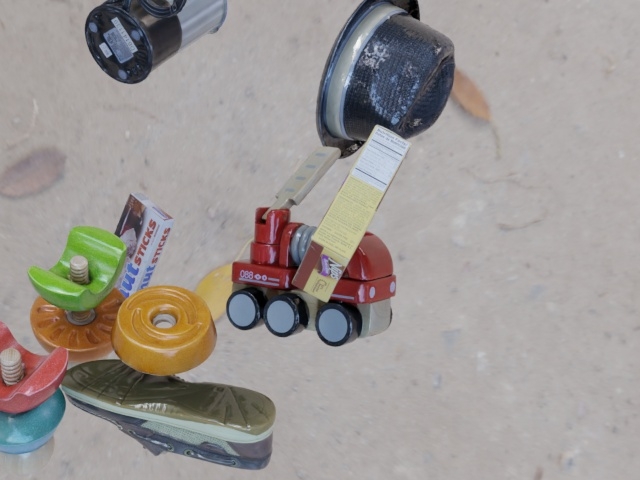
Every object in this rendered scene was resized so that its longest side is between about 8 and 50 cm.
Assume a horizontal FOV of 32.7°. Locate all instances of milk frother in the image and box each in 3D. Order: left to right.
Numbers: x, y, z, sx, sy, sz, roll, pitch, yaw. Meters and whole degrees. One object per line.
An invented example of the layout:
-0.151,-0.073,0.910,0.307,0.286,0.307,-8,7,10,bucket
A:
-0.147,-0.242,1.086,0.135,0.143,0.129,-47,129,-44,milk frother

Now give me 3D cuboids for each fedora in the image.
0.133,-0.278,1.901,0.152,0.334,0.334,22,80,24,fedora

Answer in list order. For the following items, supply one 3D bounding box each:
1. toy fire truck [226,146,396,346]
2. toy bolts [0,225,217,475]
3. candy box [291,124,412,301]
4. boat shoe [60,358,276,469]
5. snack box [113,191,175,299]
0.000,0.000,1.470,0.217,0.158,0.246,7,98,30,toy fire truck
-0.229,0.133,1.067,0.218,0.158,0.228,25,44,19,toy bolts
0.036,-0.032,1.272,0.053,0.109,0.187,29,57,2,candy box
-0.146,0.168,1.027,0.223,0.080,0.073,9,114,21,boat shoe
-0.231,0.034,1.307,0.064,0.022,0.178,37,115,26,snack box
